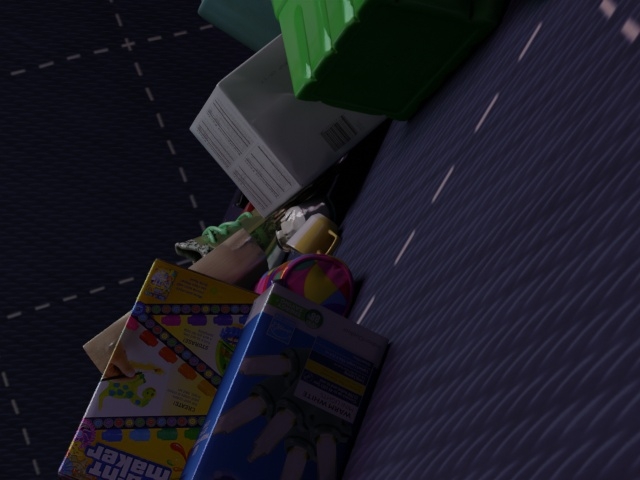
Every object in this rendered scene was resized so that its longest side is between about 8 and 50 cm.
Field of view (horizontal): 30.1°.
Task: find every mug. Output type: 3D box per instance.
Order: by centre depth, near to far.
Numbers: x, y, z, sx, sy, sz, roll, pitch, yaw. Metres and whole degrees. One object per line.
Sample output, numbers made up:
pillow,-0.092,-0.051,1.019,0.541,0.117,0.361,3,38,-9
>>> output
mug,-0.001,0.000,1.717,0.064,0.078,0.062,-56,-24,-5

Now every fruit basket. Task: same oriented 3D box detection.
fruit basket,0.114,-0.383,1.556,0.392,0.283,0.392,-170,90,-74

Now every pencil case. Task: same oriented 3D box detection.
pencil case,-0.030,0.075,1.510,0.104,0.104,0.236,-65,8,-11

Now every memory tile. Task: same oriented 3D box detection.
memory tile,-0.015,-0.080,1.904,0.148,0.012,0.113,-39,1,-10

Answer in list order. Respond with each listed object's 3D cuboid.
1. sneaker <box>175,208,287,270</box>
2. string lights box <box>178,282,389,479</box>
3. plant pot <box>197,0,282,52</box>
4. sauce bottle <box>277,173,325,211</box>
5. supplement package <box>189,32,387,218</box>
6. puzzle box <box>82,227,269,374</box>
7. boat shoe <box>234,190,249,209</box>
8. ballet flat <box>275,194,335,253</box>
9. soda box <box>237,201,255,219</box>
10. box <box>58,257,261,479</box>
sneaker,-0.159,0.015,2.108,0.158,0.182,0.410,-51,15,53
string lights box,-0.044,0.189,1.147,0.260,0.133,0.077,-68,11,-25
plant pot,-0.019,-0.442,2.138,0.341,0.334,0.341,-60,10,17
sauce bottle,-0.033,-0.170,2.149,0.111,0.111,0.344,-58,8,28
supplement package,-0.049,-0.187,1.842,0.199,0.198,0.262,-40,3,-17
puzzle box,-0.193,0.120,1.767,0.272,0.052,0.409,-36,-10,-8
boat shoe,-0.121,-0.173,2.326,0.340,0.113,0.127,95,-165,-52
ballet flat,-0.030,-0.018,1.827,0.074,0.074,0.203,-66,7,-15
soda box,-0.151,0.054,2.269,0.092,0.083,0.263,-50,17,56
box,-0.170,0.228,1.414,0.290,0.177,0.279,105,-175,-60
